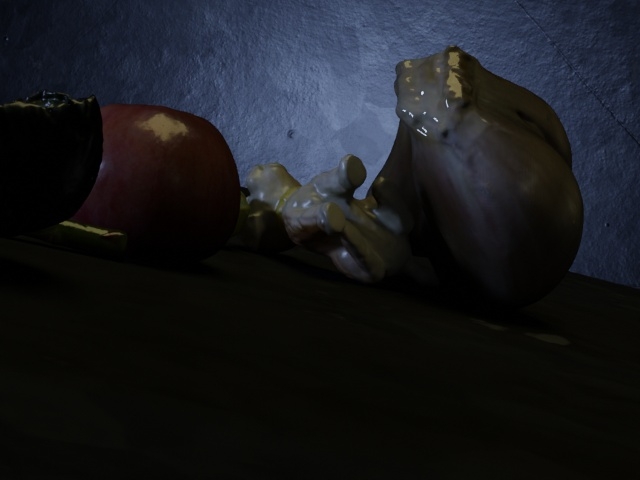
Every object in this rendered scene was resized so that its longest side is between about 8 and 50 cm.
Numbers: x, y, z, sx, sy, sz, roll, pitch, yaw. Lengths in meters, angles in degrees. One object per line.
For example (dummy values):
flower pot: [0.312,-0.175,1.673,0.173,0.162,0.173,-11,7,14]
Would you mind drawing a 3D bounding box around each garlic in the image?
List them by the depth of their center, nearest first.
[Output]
garlic: [0.149,-0.019,1.281,0.246,0.231,0.340,6,-31,-21]

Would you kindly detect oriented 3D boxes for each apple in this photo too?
apple: [-0.138,-0.049,0.968,0.154,0.119,0.153,13,4,-1]

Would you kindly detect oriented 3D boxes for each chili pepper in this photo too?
chili pepper: [-0.252,-0.049,0.721,0.265,0.116,0.148,8,-37,22]

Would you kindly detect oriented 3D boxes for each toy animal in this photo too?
toy animal: [0.008,-0.002,1.242,0.185,0.104,0.184,-6,-40,44]

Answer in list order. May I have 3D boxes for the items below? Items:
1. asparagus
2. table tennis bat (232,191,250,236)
asparagus: [-0.258,-0.027,0.862,0.249,0.024,0.025,16,27,-15]
table tennis bat: [-0.238,-0.045,1.131,0.369,0.054,0.224,7,6,-30]
